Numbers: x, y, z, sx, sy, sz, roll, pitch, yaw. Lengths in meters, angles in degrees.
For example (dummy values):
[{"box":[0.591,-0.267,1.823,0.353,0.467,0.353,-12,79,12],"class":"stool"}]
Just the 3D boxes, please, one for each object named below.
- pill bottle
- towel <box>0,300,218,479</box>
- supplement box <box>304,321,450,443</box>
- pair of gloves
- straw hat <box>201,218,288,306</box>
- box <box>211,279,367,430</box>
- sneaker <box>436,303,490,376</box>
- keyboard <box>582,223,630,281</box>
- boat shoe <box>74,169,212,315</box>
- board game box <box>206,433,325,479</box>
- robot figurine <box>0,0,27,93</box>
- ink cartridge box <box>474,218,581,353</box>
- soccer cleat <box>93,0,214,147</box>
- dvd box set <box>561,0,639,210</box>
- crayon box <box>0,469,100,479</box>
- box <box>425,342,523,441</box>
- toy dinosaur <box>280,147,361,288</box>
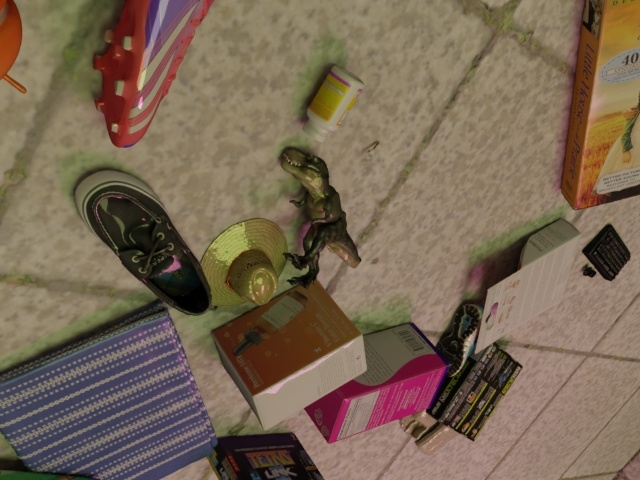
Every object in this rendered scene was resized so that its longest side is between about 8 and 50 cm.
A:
[{"box":[0.012,-0.157,0.845,0.043,0.043,0.083,14,115,-45],"class":"pill bottle"},{"box":[-0.279,0.240,0.981,0.243,0.040,0.336,-24,136,-17],"class":"towel"},{"box":[0.085,0.231,1.202,0.220,0.111,0.114,-9,131,-33],"class":"supplement box"},{"box":[0.272,0.359,1.526,0.204,0.042,0.240,-39,140,-4],"class":"pair of gloves"},{"box":[-0.086,0.048,0.937,0.145,0.061,0.144,-23,137,-23],"class":"straw hat"},{"box":[-0.042,0.155,1.015,0.171,0.130,0.091,-28,139,-17],"class":"box"},{"box":[0.272,0.188,1.356,0.073,0.063,0.162,-3,128,-43],"class":"sneaker"},{"box":[0.592,0.040,1.514,0.108,0.023,0.180,-48,139,8],"class":"keyboard"},{"box":[-0.186,0.015,0.812,0.080,0.076,0.228,-35,140,-9],"class":"boat shoe"},{"box":[-0.079,0.382,1.180,0.170,0.141,0.048,11,119,-44],"class":"board game box"},{"box":[-0.295,-0.186,0.506,0.158,0.128,0.219,-42,142,-24],"class":"robot figurine"},{"box":[0.366,0.084,1.338,0.232,0.066,0.189,-23,137,-20],"class":"ink cartridge box"},{"box":[-0.141,-0.195,0.659,0.095,0.083,0.248,-3,123,-35],"class":"soccer cleat"},{"box":[0.540,-0.245,1.109,0.308,0.062,0.420,-14,137,-3],"class":"dvd box set"},{"box":[-0.427,0.370,0.908,0.278,0.081,0.165,24,112,-42],"class":"crayon box"},{"box":[0.309,0.293,1.449,0.190,0.045,0.184,-56,140,-3],"class":"box"},{"box":[0.000,0.000,0.952,0.118,0.064,0.268,-55,147,-21],"class":"toy dinosaur"}]
